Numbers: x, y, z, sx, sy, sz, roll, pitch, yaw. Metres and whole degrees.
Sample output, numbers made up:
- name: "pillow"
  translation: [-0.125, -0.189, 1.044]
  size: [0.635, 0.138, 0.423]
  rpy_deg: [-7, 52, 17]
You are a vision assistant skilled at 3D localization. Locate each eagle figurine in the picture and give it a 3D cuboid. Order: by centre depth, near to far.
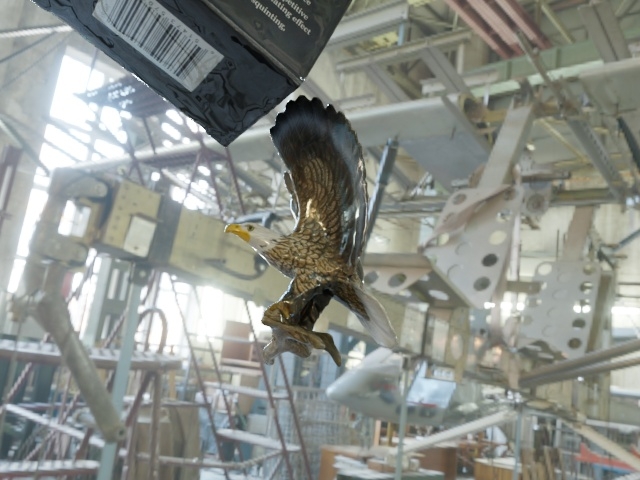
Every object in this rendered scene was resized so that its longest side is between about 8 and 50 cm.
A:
- name: "eagle figurine"
  translation: [-0.009, -0.005, 0.782]
  size: [0.226, 0.298, 0.225]
  rpy_deg: [-12, -40, 46]

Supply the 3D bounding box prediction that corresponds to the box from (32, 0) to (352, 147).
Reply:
- name: "box"
  translation: [-0.103, -0.374, 0.735]
  size: [0.293, 0.395, 0.212]
  rpy_deg: [37, -28, -20]
